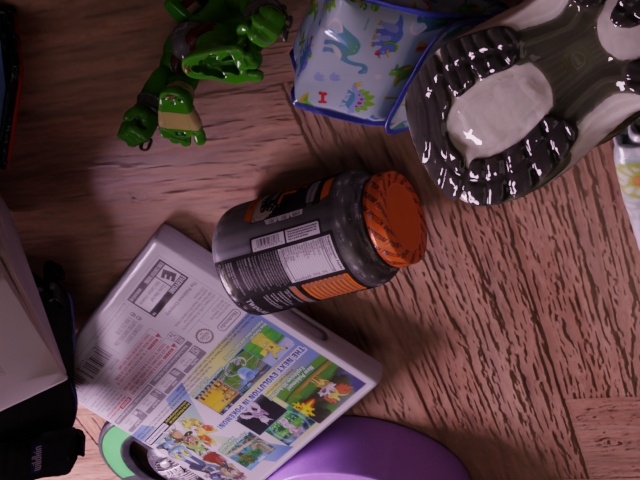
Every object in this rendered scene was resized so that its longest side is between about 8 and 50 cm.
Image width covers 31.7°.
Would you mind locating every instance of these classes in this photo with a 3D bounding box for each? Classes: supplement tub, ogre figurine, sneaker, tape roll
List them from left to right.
[{"bbox_3d":[-0.093,-0.163,0.950,0.097,0.118,0.197,21,140,-12],"label":"ogre figurine"},{"bbox_3d":[0.000,0.000,1.098,0.190,0.117,0.117,-16,130,30],"label":"supplement tub"},{"bbox_3d":[0.057,0.344,1.474,0.275,0.090,0.274,8,137,8],"label":"tape roll"},{"bbox_3d":[0.250,-0.166,0.819,0.410,0.182,0.158,-24,94,44],"label":"sneaker"}]

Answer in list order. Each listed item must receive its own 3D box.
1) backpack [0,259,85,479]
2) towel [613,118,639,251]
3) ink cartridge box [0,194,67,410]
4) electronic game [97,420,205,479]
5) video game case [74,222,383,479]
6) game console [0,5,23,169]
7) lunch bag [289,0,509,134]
[{"bbox_3d":[-0.418,0.160,1.267,0.213,0.263,0.276,20,125,31],"label":"backpack"},{"bbox_3d":[0.448,-0.007,0.984,0.321,0.090,0.374,-6,134,26],"label":"towel"},{"bbox_3d":[-0.477,0.079,1.076,0.395,0.285,0.166,-25,135,-8],"label":"ink cartridge box"},{"bbox_3d":[-0.191,0.298,1.528,0.229,0.048,0.229,9,138,8],"label":"electronic game"},{"bbox_3d":[-0.136,0.158,1.335,0.300,0.036,0.329,34,131,-11],"label":"video game case"},{"bbox_3d":[-0.333,-0.154,1.059,0.085,0.124,0.144,-1,144,-22],"label":"game console"},{"bbox_3d":[0.063,-0.160,0.931,0.151,0.096,0.128,12,138,-17],"label":"lunch bag"}]
